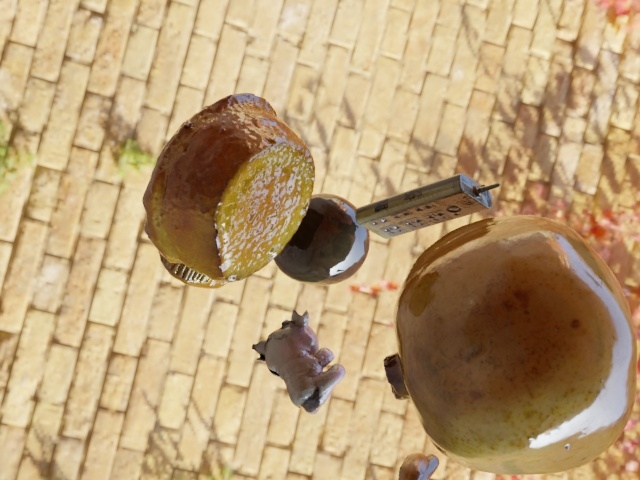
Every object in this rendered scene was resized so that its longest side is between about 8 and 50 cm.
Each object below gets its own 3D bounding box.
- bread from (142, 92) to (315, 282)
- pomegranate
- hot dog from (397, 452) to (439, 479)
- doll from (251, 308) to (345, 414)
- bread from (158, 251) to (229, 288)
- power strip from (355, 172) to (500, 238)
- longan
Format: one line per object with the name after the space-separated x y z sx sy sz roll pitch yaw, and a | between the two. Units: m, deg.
-0.141 -0.079 1.573 0.312 0.172 0.312 -42 151 -30 | bread
0.279 0.169 1.472 0.417 0.417 0.416 -166 -90 -79 | pomegranate
0.187 0.459 1.902 0.140 0.060 0.089 -18 121 -70 | hot dog
-0.044 0.231 1.826 0.149 0.095 0.192 -51 -123 31 | doll
-0.253 0.034 2.073 0.132 0.190 0.114 40 -77 31 | bread
0.181 -0.058 1.607 0.268 0.092 0.034 -17 -123 39 | power strip
0.000 0.000 1.783 0.189 0.189 0.189 -166 -90 -79 | longan
